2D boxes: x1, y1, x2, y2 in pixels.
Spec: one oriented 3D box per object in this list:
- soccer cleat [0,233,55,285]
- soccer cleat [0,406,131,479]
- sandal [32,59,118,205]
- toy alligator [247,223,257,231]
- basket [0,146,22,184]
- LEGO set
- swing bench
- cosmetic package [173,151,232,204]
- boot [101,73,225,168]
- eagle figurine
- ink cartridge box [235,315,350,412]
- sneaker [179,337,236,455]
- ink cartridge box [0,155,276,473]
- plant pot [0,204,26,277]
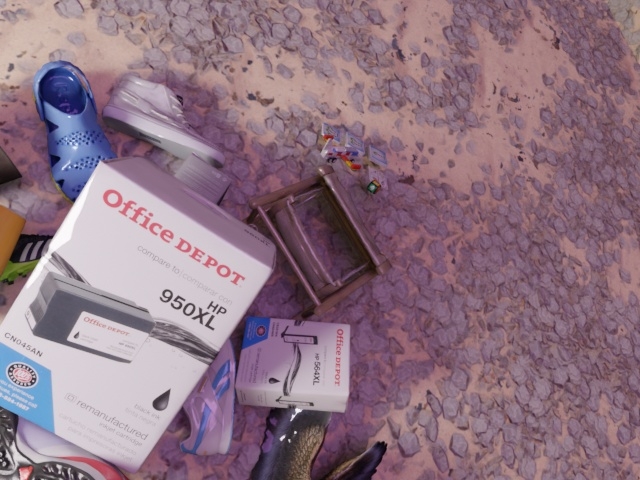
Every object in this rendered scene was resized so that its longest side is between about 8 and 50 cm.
[{"bbox_3d":[-0.497,0.012,0.872,0.178,0.060,0.072,-27,85,-24],"label":"soccer cleat"},{"bbox_3d":[-0.432,0.334,0.757,0.318,0.116,0.109,22,80,17],"label":"soccer cleat"},{"bbox_3d":[-0.457,-0.200,0.911,0.126,0.138,0.318,-23,86,-29],"label":"sandal"},{"bbox_3d":[-0.192,0.016,0.965,0.056,0.189,0.051,47,19,-21],"label":"toy alligator"},{"bbox_3d":[-0.660,-0.128,0.799,0.227,0.154,0.204,-40,100,-23],"label":"basket"},{"bbox_3d":[0.087,-0.199,1.117,0.182,0.060,0.244,25,32,-14],"label":"LEGO set"},{"bbox_3d":[0.000,0.000,1.025,0.254,0.165,0.253,-30,87,-28],"label":"swing bench"},{"bbox_3d":[-0.278,-0.034,0.940,0.107,0.127,0.238,36,62,-9],"label":"cosmetic package"},{"bbox_3d":[-0.302,-0.251,1.011,0.258,0.095,0.124,23,73,-14],"label":"boot"},{"bbox_3d":[-0.020,0.444,0.895,0.298,0.225,0.227,-51,143,-55],"label":"eagle figurine"},{"bbox_3d":[-0.046,0.231,0.922,0.203,0.086,0.148,3,50,0],"label":"ink cartridge box"},{"bbox_3d":[-0.207,0.272,0.899,0.092,0.087,0.229,6,70,-18],"label":"sneaker"},{"bbox_3d":[-0.291,0.107,0.768,0.285,0.166,0.395,33,97,-10],"label":"ink cartridge box"},{"bbox_3d":[-0.567,0.010,0.744,0.205,0.205,0.188,32,75,-11],"label":"plant pot"}]
